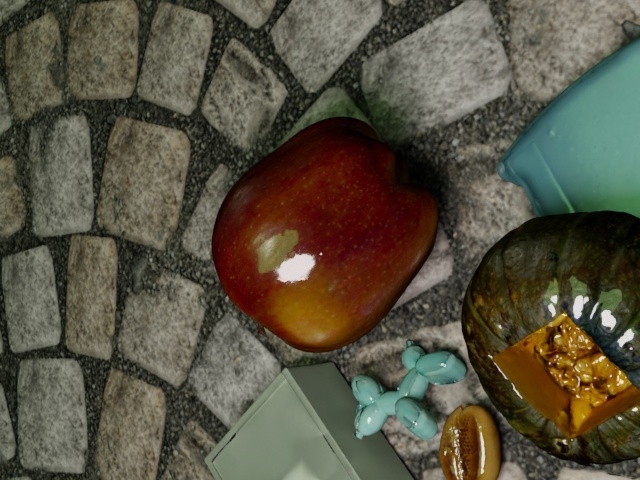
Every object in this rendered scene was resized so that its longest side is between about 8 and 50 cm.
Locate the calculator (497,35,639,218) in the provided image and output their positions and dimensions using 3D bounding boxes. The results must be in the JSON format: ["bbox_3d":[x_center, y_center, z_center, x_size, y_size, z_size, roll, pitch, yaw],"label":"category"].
[{"bbox_3d":[0.398,-0.112,1.312,0.386,0.054,0.256,-36,69,29],"label":"calculator"}]

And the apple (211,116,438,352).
[{"bbox_3d":[0.000,0.000,1.480,0.317,0.288,0.288,-44,63,10],"label":"apple"}]

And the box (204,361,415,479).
[{"bbox_3d":[-0.019,0.335,1.593,0.225,0.117,0.225,-50,61,27],"label":"box"}]

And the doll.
[{"bbox_3d":[0.109,0.213,1.509,0.158,0.059,0.159,16,71,53],"label":"doll"}]

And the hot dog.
[{"bbox_3d":[0.203,0.289,1.460,0.090,0.060,0.140,-12,76,41],"label":"hot dog"}]

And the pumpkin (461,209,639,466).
[{"bbox_3d":[0.313,0.110,1.255,0.320,0.192,0.320,16,123,27],"label":"pumpkin"}]
